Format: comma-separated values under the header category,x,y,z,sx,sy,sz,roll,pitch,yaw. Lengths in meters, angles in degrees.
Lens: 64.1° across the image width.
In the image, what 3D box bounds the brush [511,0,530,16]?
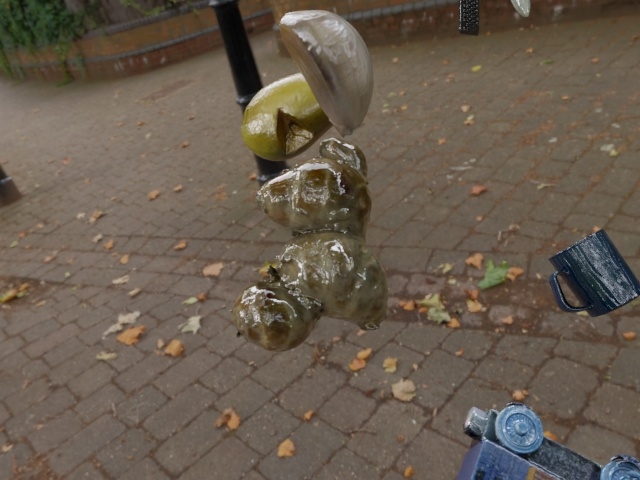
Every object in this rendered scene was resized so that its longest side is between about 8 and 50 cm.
category,x,y,z,sx,sy,sz,roll,pitch,yaw
brush,0.214,-0.394,0.637,0.042,0.039,0.299,-16,71,23

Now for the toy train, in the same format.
category,x,y,z,sx,sy,sz,roll,pitch,yaw
toy train,0.333,0.381,0.743,0.300,0.131,0.202,25,59,13

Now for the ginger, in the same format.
category,x,y,z,sx,sy,sz,roll,pitch,yaw
ginger,0.000,0.000,0.841,0.256,0.375,0.176,11,-15,-16

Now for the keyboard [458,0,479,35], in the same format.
category,x,y,z,sx,sy,sz,roll,pitch,yaw
keyboard,0.225,-0.394,0.778,0.053,0.155,0.010,-15,15,-40

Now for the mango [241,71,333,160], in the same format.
category,x,y,z,sx,sy,sz,roll,pitch,yaw
mango,-0.053,-0.269,1.087,0.262,0.130,0.167,-29,62,24

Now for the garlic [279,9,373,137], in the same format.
category,x,y,z,sx,sy,sz,roll,pitch,yaw
garlic,0.023,-0.248,0.734,0.087,0.195,0.101,-43,24,-24

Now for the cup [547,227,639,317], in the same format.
category,x,y,z,sx,sy,sz,roll,pitch,yaw
cup,0.517,0.074,0.991,0.150,0.138,0.113,-34,-14,15
